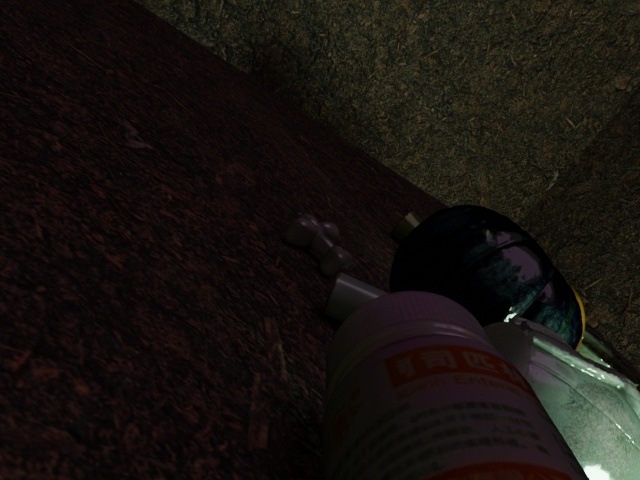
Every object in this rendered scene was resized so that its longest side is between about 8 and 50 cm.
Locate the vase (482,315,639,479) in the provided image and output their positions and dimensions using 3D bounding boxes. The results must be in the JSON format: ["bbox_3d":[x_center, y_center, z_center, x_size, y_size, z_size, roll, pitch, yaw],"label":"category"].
[{"bbox_3d":[0.358,0.300,0.929,0.445,0.250,0.250,37,14,-16],"label":"vase"}]

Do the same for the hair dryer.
[{"bbox_3d":[0.078,0.108,1.166,0.131,0.073,0.236,23,0,3],"label":"hair dryer"}]

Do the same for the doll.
[{"bbox_3d":[0.000,0.000,1.327,0.161,0.059,0.160,41,14,13],"label":"doll"}]

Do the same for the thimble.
[{"bbox_3d":[0.657,0.318,1.761,0.271,0.150,0.271,36,14,-10],"label":"thimble"}]

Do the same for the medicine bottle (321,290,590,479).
[{"bbox_3d":[0.112,0.211,0.622,0.219,0.219,0.388,35,14,-14],"label":"medicine bottle"}]

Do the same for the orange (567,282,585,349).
[{"bbox_3d":[0.497,0.186,1.611,0.240,0.240,0.240,36,14,-11],"label":"orange"}]

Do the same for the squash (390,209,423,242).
[{"bbox_3d":[0.297,0.011,1.968,0.188,0.095,0.095,45,15,12],"label":"squash"}]

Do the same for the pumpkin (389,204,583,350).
[{"bbox_3d":[0.291,0.110,1.246,0.363,0.266,0.363,48,0,-1],"label":"pumpkin"}]
